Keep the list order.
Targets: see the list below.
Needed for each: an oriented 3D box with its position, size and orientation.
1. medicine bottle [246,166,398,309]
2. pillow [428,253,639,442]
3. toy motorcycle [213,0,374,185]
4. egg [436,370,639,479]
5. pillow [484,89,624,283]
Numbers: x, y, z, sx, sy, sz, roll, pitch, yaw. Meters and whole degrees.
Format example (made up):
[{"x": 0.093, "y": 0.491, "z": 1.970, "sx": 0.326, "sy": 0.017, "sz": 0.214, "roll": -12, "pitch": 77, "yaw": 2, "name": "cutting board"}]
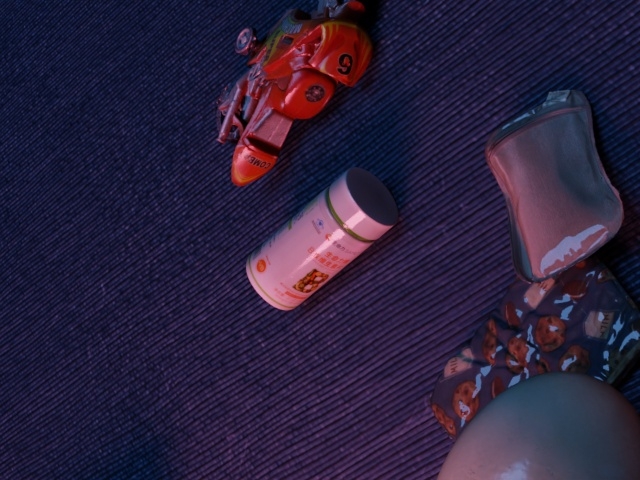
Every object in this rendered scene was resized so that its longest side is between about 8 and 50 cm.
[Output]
[{"x": 0.000, "y": 0.000, "z": 1.868, "sx": 0.183, "sy": 0.086, "sz": 0.086, "roll": -41, "pitch": 48, "yaw": 31, "name": "medicine bottle"}, {"x": 0.218, "y": 0.127, "z": 1.615, "sx": 0.255, "sy": 0.034, "sz": 0.189, "roll": -55, "pitch": 40, "yaw": 19, "name": "pillow"}, {"x": -0.032, "y": -0.214, "z": 1.990, "sx": 0.298, "sy": 0.089, "sz": 0.171, "roll": -47, "pitch": 46, "yaw": 25, "name": "toy motorcycle"}, {"x": 0.200, "y": 0.256, "z": 1.446, "sx": 0.203, "sy": 0.203, "sz": 0.282, "roll": 23, "pitch": 98, "yaw": 50, "name": "egg"}, {"x": 0.239, "y": -0.060, "z": 1.637, "sx": 0.131, "sy": 0.038, "sz": 0.232, "roll": -29, "pitch": 43, "yaw": 19, "name": "pillow"}]
